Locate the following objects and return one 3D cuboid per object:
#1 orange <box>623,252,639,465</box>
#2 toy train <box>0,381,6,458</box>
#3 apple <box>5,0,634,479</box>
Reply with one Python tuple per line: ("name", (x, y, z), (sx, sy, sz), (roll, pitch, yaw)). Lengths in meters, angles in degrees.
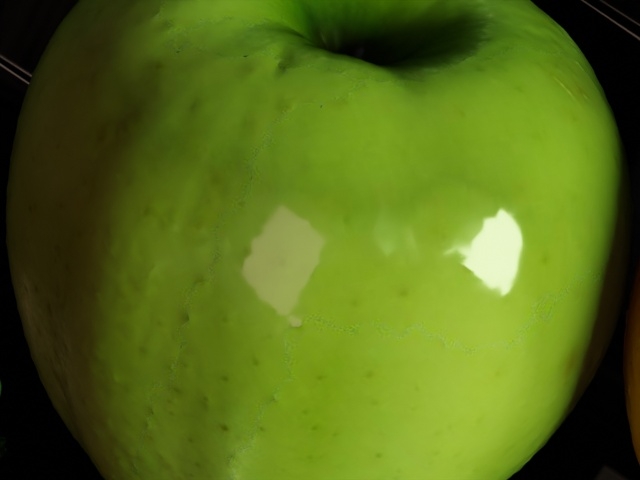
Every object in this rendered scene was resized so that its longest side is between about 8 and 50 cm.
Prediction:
("orange", (0.243, 0.046, 0.753), (0.246, 0.246, 0.246), (8, 118, 16))
("toy train", (-0.294, 0.117, 1.064), (0.160, 0.100, 0.296), (43, 120, -13))
("apple", (0.000, 0.000, 0.812), (0.279, 0.279, 0.279), (8, 118, 16))
